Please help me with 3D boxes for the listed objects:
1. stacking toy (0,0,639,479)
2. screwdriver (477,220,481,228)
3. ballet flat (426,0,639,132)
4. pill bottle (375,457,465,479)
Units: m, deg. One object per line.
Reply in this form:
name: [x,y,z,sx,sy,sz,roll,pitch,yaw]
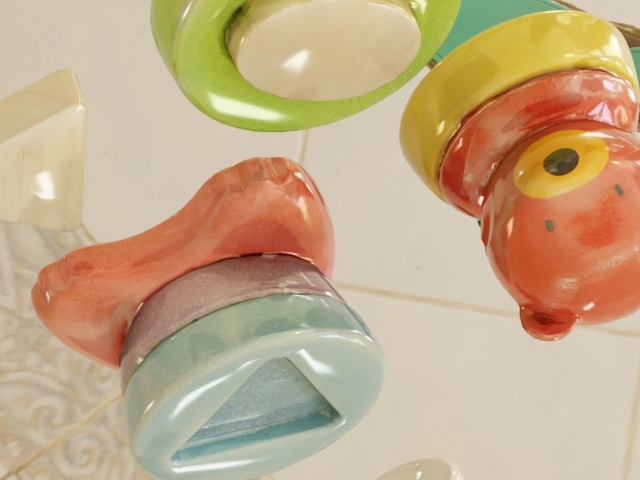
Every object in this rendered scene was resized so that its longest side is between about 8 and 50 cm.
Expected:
stacking toy: [0.000,0.000,0.698,0.309,0.279,0.130,-33,56,15]
screwdriver: [0.175,-0.035,1.190,0.025,0.170,0.024,52,55,-7]
ballet flat: [0.246,-0.149,1.414,0.342,0.124,0.116,11,84,10]
pill bottle: [0.123,0.319,1.483,0.119,0.119,0.208,-32,108,-4]
